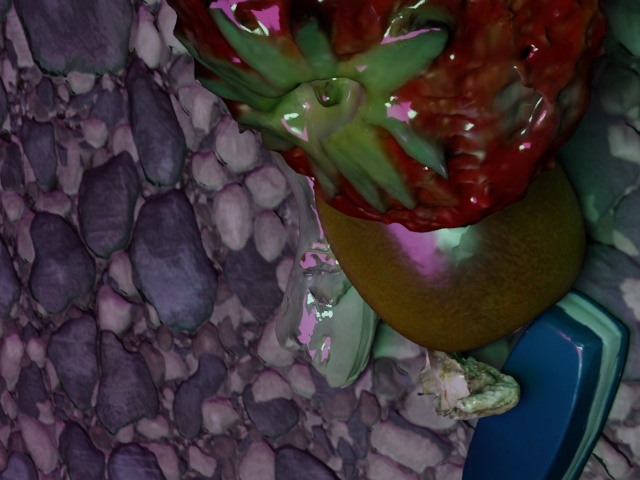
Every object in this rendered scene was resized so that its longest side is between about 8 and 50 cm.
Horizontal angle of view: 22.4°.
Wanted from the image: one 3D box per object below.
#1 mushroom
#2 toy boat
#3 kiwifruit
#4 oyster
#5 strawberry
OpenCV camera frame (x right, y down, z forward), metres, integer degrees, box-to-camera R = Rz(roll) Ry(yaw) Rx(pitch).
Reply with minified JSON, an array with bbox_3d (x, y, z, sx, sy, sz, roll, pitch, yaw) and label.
[{"bbox_3d":[0.002,0.001,1.494,0.096,0.099,0.278,0,102,30],"label":"mushroom"},{"bbox_3d":[0.179,0.179,1.407,0.096,0.062,0.299,37,129,27],"label":"toy boat"},{"bbox_3d":[0.101,-0.029,1.309,0.196,0.196,0.234,-36,80,46],"label":"kiwifruit"},{"bbox_3d":[0.119,0.115,1.400,0.200,0.061,0.106,-113,14,-54],"label":"oyster"},{"bbox_3d":[0.074,-0.175,1.114,0.292,0.310,0.292,35,160,14],"label":"strawberry"}]
